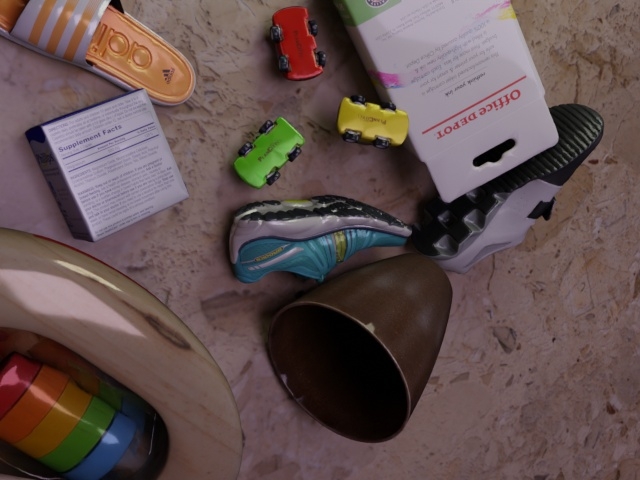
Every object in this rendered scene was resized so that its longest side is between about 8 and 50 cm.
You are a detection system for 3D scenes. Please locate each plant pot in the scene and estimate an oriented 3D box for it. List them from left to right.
[{"bbox_3d":[0.082,0.117,0.998,0.230,0.215,0.215,-40,114,-43],"label":"plant pot"}]

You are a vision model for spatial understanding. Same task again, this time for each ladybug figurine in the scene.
[{"bbox_3d":[-0.265,0.148,0.729,0.305,0.162,0.449,-39,119,7],"label":"ladybug figurine"}]

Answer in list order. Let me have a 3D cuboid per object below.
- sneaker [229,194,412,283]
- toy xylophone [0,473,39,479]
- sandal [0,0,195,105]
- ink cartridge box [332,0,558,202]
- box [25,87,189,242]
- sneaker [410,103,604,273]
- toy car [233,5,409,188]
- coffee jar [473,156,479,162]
[{"bbox_3d":[0.000,0.000,0.997,0.275,0.107,0.110,-5,113,-29],"label":"sneaker"},{"bbox_3d":[-0.292,0.311,0.662,0.322,0.081,0.236,11,112,-19],"label":"toy xylophone"},{"bbox_3d":[-0.243,-0.238,0.810,0.265,0.076,0.102,23,79,-33],"label":"sandal"},{"bbox_3d":[0.175,-0.256,1.033,0.207,0.119,0.353,-28,111,1],"label":"ink cartridge box"},{"bbox_3d":[-0.240,-0.085,0.823,0.126,0.072,0.137,-29,109,-30],"label":"box"},{"bbox_3d":[0.299,-0.073,1.127,0.330,0.122,0.146,-39,139,12],"label":"sneaker"},{"bbox_3d":[-0.030,-0.158,0.964,0.239,0.053,0.225,44,79,-5],"label":"toy car"},{"bbox_3d":[0.284,-0.157,1.184,0.184,0.079,0.096,35,72,-31],"label":"coffee jar"}]
